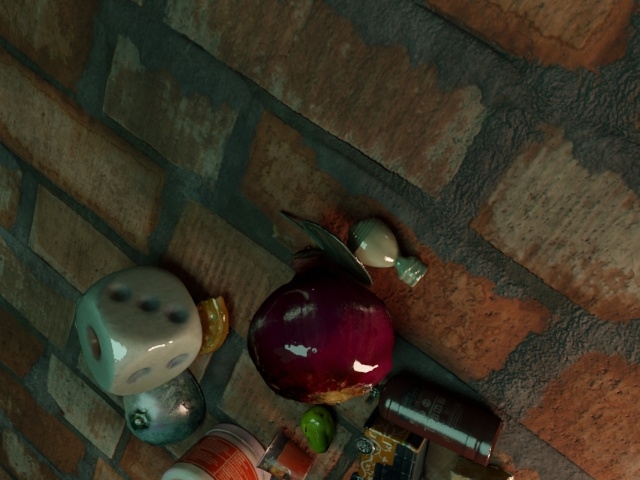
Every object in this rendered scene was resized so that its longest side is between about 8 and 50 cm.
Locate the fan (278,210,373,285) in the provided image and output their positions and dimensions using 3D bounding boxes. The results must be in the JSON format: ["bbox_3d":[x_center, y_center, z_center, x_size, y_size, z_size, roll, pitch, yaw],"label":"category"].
[{"bbox_3d":[0.025,0.023,1.408,0.223,0.012,0.294,45,170,-22],"label":"fan"}]

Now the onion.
[{"bbox_3d":[-0.009,0.178,1.400,0.348,0.347,0.385,-36,54,37],"label":"onion"}]

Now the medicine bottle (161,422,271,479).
[{"bbox_3d":[-0.313,0.724,1.838,0.252,0.241,0.252,13,116,28],"label":"medicine bottle"}]

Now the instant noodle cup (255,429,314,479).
[{"bbox_3d":[-0.097,0.632,1.748,0.135,0.127,0.127,32,124,7],"label":"instant noodle cup"}]

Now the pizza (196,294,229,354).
[{"bbox_3d":[-0.313,0.242,1.740,0.127,0.058,0.246,27,123,20],"label":"pizza"}]

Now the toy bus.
[{"bbox_3d":[0.177,0.560,1.530,0.167,0.138,0.275,18,117,22],"label":"toy bus"}]

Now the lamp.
[{"bbox_3d":[0.142,0.027,1.344,0.193,0.106,0.106,36,126,3],"label":"lamp"}]

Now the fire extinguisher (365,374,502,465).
[{"bbox_3d":[0.249,0.392,1.432,0.337,0.135,0.114,19,161,23],"label":"fire extinguisher"}]

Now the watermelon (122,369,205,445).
[{"bbox_3d":[-0.495,0.503,1.894,0.188,0.175,0.322,-18,101,37],"label":"watermelon"}]

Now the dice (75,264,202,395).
[{"bbox_3d":[-0.503,0.248,1.693,0.268,0.262,0.265,54,138,26],"label":"dice"}]

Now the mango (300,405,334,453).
[{"bbox_3d":[-0.007,0.514,1.664,0.091,0.074,0.165,15,130,19],"label":"mango"}]

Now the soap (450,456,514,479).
[{"bbox_3d":[0.388,0.649,1.475,0.140,0.073,0.232,9,116,33],"label":"soap"}]
